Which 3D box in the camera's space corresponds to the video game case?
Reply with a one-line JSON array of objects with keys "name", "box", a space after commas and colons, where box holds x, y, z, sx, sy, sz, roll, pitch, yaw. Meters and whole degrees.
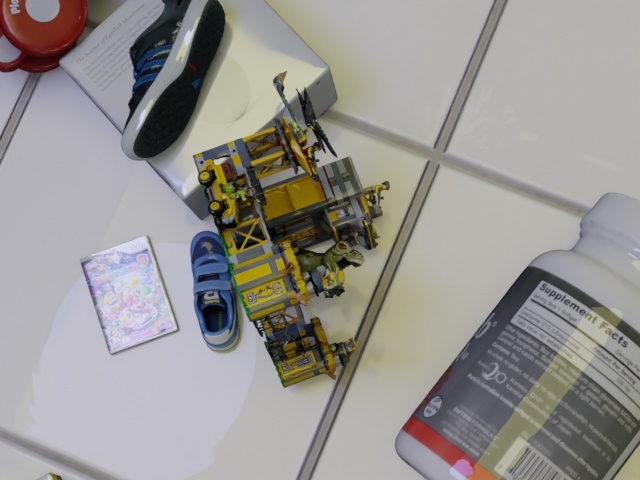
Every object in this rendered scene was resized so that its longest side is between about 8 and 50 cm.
[{"name": "video game case", "box": [-0.227, 0.064, 1.623, 0.087, 0.011, 0.122, -20, 78, 1]}]

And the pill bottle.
[{"name": "pill bottle", "box": [0.264, 0.142, 1.463, 0.210, 0.210, 0.363, 38, 84, 11]}]

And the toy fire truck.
[{"name": "toy fire truck", "box": [-0.350, -0.355, 1.595, 0.254, 0.169, 0.302, 38, 80, -11]}]

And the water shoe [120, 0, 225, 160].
[{"name": "water shoe", "box": [-0.175, -0.182, 1.508, 0.080, 0.073, 0.203, 20, 77, 31]}]

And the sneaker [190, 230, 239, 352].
[{"name": "sneaker", "box": [-0.123, 0.056, 1.591, 0.053, 0.059, 0.144, -13, 77, 5]}]

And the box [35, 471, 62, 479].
[{"name": "box", "box": [-0.307, 0.367, 1.550, 0.105, 0.043, 0.179, -28, 71, -1]}]

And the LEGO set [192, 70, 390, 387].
[{"name": "LEGO set", "box": [0.000, 0.000, 1.480, 0.192, 0.331, 0.255, -20, 57, -1]}]

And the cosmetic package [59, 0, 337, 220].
[{"name": "cosmetic package", "box": [-0.138, -0.187, 1.599, 0.224, 0.138, 0.225, -42, 80, -3]}]
